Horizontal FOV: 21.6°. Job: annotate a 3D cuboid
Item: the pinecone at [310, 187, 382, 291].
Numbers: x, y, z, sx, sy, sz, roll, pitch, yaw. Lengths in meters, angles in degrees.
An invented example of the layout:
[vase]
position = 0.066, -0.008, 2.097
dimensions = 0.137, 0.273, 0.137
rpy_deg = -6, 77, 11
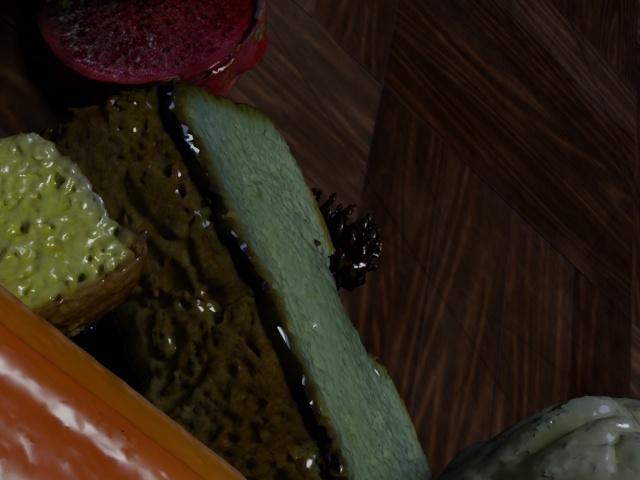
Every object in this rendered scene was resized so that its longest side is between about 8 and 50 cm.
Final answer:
[pinecone]
position = 0.000, 0.000, 1.126
dimensions = 0.077, 0.083, 0.077
rpy_deg = 178, -90, -89

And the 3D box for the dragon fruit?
[dragon fruit]
position = -0.099, -0.115, 1.076
dimensions = 0.111, 0.153, 0.153
rpy_deg = 76, 12, -51

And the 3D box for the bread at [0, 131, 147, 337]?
[bread]
position = -0.183, 0.015, 0.817
dimensions = 0.187, 0.065, 0.103
rpy_deg = -24, 68, -14

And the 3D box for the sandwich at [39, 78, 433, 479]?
[sandwich]
position = -0.036, 0.048, 0.962
dimensions = 0.273, 0.095, 0.249
rpy_deg = 66, 14, 8

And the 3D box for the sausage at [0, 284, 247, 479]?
[sausage]
position = -0.190, 0.111, 0.664
dimensions = 0.287, 0.233, 0.233
rpy_deg = 41, 38, -22

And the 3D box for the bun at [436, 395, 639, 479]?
[bun]
position = 0.143, 0.222, 0.996
dimensions = 0.205, 0.281, 0.281
rpy_deg = 29, 40, -9

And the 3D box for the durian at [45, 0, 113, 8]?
[durian]
position = -0.204, -0.269, 0.958
dimensions = 0.394, 0.198, 0.163
rpy_deg = 46, 29, 1
